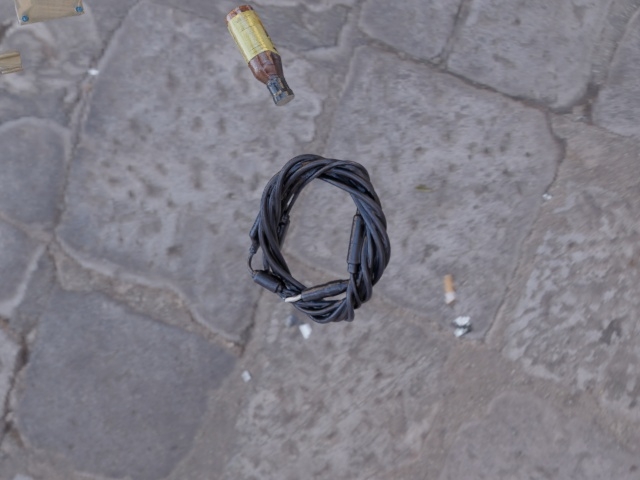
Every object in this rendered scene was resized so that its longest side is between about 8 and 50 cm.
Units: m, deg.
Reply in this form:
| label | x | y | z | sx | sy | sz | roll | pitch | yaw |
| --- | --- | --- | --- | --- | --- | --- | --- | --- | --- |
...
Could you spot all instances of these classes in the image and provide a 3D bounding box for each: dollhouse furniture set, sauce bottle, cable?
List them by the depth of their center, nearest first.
| label | x | y | z | sx | sy | sz | roll | pitch | yaw |
| --- | --- | --- | --- | --- | --- | --- | --- | --- | --- |
| cable | 0.000 | 0.000 | 0.951 | 0.150 | 0.047 | 0.184 | 42 | 124 | 18 |
| sauce bottle | -0.071 | -0.222 | 1.139 | 0.042 | 0.042 | 0.128 | -31 | 82 | 25 |
| dollhouse furniture set | -0.604 | -0.471 | 1.845 | 0.198 | 0.303 | 0.286 | 29 | 133 | 58 |
